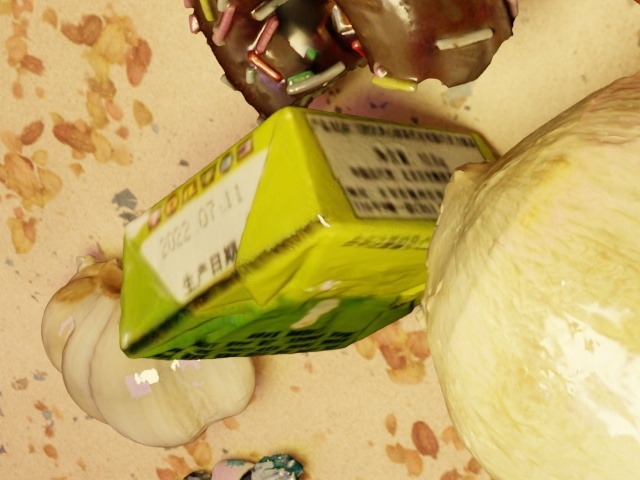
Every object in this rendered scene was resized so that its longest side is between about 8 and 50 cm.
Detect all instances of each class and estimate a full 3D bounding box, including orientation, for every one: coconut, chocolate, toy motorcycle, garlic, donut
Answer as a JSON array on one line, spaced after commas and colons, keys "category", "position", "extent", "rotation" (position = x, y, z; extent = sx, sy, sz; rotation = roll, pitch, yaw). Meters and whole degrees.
[{"category": "coconut", "position": [0.253, 0.052, 1.095], "extent": [0.404, 0.404, 0.404], "rotation": [14, 120, 25]}, {"category": "chocolate", "position": [0.000, 0.000, 1.282], "extent": [0.289, 0.301, 0.137], "rotation": [-32, 67, 40]}, {"category": "toy motorcycle", "position": [-0.063, 0.335, 1.605], "extent": [0.239, 0.108, 0.204], "rotation": [39, 128, 8]}, {"category": "garlic", "position": [-0.192, 0.142, 1.543], "extent": [0.281, 0.185, 0.203], "rotation": [0, 133, 30]}, {"category": "donut", "position": [-0.005, -0.234, 1.199], "extent": [0.345, 0.136, 0.259], "rotation": [-5, 124, 55]}]

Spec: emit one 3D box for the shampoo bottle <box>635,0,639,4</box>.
[{"category": "shampoo bottle", "position": [0.368, -0.155, 1.039], "extent": [0.314, 0.076, 0.118], "rotation": [30, 134, -17]}]
